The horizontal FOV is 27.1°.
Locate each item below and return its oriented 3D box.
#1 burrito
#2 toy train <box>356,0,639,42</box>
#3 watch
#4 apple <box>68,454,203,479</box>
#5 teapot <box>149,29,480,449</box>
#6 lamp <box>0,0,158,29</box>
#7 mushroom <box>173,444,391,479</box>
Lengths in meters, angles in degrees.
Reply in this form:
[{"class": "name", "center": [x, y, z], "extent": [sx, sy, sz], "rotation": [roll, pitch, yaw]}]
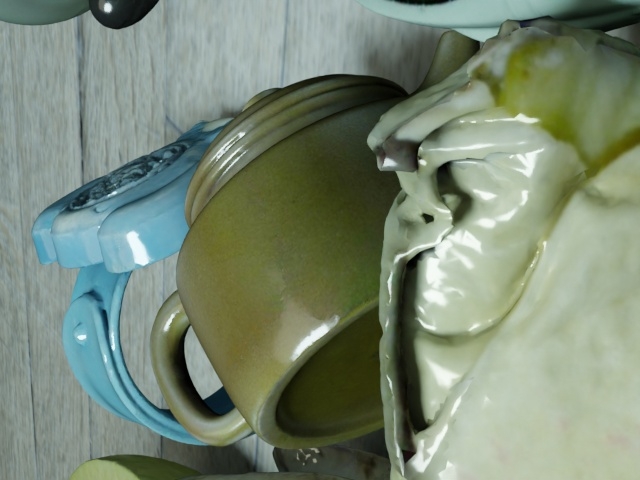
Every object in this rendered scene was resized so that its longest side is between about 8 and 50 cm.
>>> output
[{"class": "burrito", "center": [0.127, 0.068, 0.565], "extent": [0.190, 0.135, 0.332], "rotation": [-3, 102, 15]}, {"class": "toy train", "center": [0.131, -0.133, 0.533], "extent": [0.407, 0.086, 0.088], "rotation": [-5, 107, 61]}, {"class": "watch", "center": [-0.084, 0.034, 0.914], "extent": [0.211, 0.211, 0.193], "rotation": [4, 122, 60]}, {"class": "apple", "center": [-0.157, 0.320, 1.065], "extent": [0.254, 0.292, 0.292], "rotation": [12, 115, 50]}, {"class": "teapot", "center": [0.000, 0.000, 0.708], "extent": [0.267, 0.185, 0.175], "rotation": [-42, 59, 22]}, {"class": "lamp", "center": [-0.191, -0.245, 0.940], "extent": [0.244, 0.197, 0.198], "rotation": [22, 124, 44]}, {"class": "mushroom", "center": [-0.016, 0.225, 0.858], "extent": [0.255, 0.255, 0.184], "rotation": [-23, 51, 61]}]
